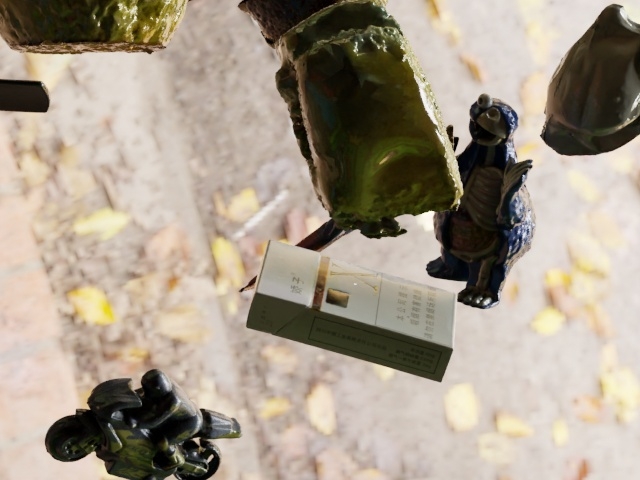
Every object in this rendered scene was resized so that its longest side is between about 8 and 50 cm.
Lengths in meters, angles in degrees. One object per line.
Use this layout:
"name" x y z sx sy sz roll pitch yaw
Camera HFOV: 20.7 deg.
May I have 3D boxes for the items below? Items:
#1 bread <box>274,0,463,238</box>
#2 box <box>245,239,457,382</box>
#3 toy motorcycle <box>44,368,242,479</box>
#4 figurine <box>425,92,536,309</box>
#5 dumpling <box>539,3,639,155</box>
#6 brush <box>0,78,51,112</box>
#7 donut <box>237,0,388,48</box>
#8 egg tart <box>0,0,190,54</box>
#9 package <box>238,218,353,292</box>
"bread" 0.029 -0.087 1.122 0.103 0.110 0.156 -25 76 -5
"box" 0.025 0.053 1.332 0.154 0.040 0.084 17 32 -3
"toy motorcycle" -0.166 0.179 1.709 0.193 0.124 0.061 15 27 -30
"figurine" 0.195 -0.052 2.038 0.121 0.262 0.164 -17 49 -32
"dumpling" 0.337 -0.178 2.049 0.136 0.199 0.118 23 33 8
"brush" -0.341 -0.137 1.584 0.193 0.063 0.016 2 68 -4
"donut" -0.002 -0.218 1.591 0.140 0.140 0.059 -26 96 -39
"egg tart" -0.244 -0.250 1.786 0.288 0.288 0.118 -4 95 -39
"package" 0.000 0.000 1.869 0.022 0.200 0.083 58 34 5
